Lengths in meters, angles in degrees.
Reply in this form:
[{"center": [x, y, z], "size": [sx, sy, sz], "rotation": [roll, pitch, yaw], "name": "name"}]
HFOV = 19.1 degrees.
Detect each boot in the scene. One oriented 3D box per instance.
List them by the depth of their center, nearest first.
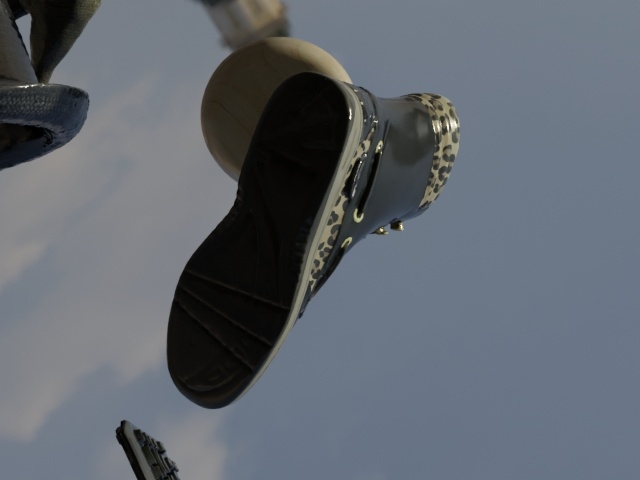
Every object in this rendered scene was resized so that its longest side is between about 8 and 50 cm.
[{"center": [0.002, 0.000, 1.268], "size": [0.085, 0.236, 0.178], "rotation": [32, -161, 25], "name": "boot"}]

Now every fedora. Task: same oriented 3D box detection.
[{"center": [-0.363, -0.135, 1.559], "size": [0.334, 0.153, 0.334], "rotation": [-11, 171, -2], "name": "fedora"}]

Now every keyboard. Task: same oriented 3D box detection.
[{"center": [-0.074, 0.301, 1.547], "size": [0.033, 0.201, 0.317], "rotation": [-27, -111, -3], "name": "keyboard"}]

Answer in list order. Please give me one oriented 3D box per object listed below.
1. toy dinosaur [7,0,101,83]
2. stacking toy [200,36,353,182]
[{"center": [-0.250, -0.266, 1.703], "size": [0.160, 0.121, 0.314], "rotation": [-8, -111, 17], "name": "toy dinosaur"}, {"center": [-0.036, -0.133, 1.826], "size": [0.141, 0.141, 0.330], "rotation": [-30, -172, 5], "name": "stacking toy"}]
